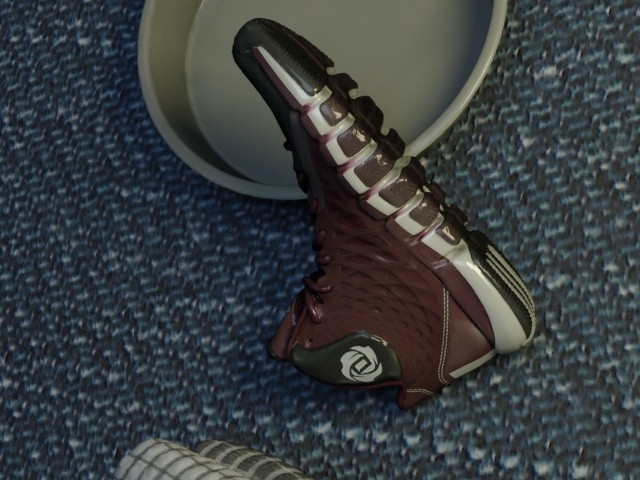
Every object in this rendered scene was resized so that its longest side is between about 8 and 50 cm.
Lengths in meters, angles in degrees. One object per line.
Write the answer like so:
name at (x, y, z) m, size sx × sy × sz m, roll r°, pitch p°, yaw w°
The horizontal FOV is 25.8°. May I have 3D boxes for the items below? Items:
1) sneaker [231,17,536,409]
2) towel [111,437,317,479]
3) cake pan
sneaker at (0.000, 0.000, 0.932) m, size 0.162 × 0.106 × 0.281 m, roll -40°, pitch 90°, yaw 16°
towel at (-0.038, 0.274, 0.807) m, size 0.235 × 0.121 × 0.283 m, roll 13°, pitch 96°, yaw 52°
cake pan at (0.003, -0.161, 1.054) m, size 0.293 × 0.054 × 0.293 m, roll -7°, pitch 70°, yaw 20°
